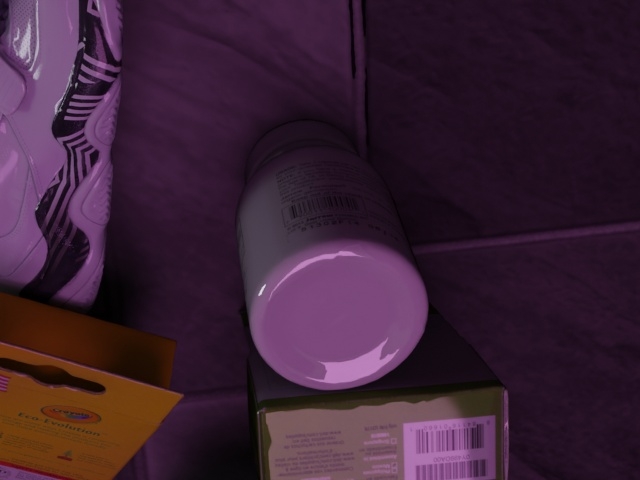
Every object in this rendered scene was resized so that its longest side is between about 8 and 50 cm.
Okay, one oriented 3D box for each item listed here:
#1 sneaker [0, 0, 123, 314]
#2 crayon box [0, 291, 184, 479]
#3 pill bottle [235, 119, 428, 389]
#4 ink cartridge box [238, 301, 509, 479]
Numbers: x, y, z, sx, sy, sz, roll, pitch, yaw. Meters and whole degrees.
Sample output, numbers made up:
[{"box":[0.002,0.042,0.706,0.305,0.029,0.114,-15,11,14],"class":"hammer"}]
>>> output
[{"box":[-0.259,-0.099,0.933,0.210,0.137,0.366,2,124,-13],"class":"sneaker"},{"box":[-0.250,0.134,1.037,0.202,0.081,0.318,18,145,-19],"class":"crayon box"},{"box":[0.000,0.000,0.980,0.131,0.229,0.131,-4,122,-6],"class":"pill bottle"},{"box":[0.033,0.130,1.042,0.188,0.255,0.097,-4,103,-7],"class":"ink cartridge box"}]
